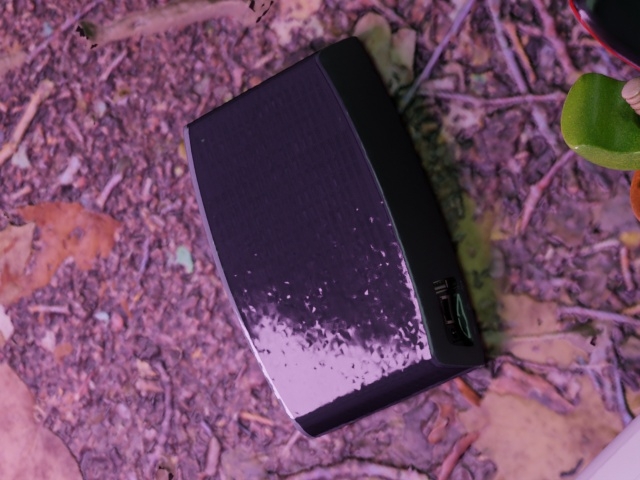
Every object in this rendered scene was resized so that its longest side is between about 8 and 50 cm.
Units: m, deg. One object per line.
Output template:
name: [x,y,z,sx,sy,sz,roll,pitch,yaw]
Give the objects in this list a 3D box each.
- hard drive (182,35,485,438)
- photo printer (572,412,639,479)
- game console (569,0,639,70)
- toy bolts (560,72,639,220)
hard drive: [0.000,0.000,1.322,0.172,0.054,0.254,-26,79,28]
photo printer: [0.275,0.208,1.143,0.256,0.107,0.307,48,112,19]
game console: [0.356,-0.198,0.964,0.386,0.342,0.060,-60,21,3]
toy bolts: [0.293,-0.110,1.138,0.228,0.158,0.218,-21,41,38]
